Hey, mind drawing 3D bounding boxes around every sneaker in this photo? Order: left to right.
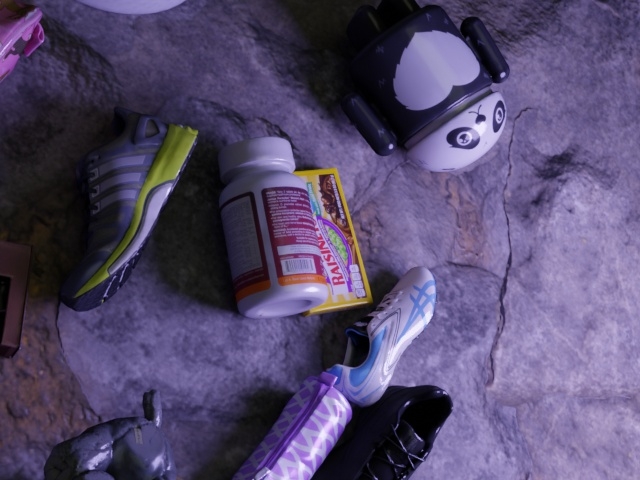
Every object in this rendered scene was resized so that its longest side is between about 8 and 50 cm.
[{"bbox_3d":[-0.261,-0.043,1.377,0.121,0.111,0.300,26,54,-6],"label":"sneaker"},{"bbox_3d":[0.068,0.283,1.403,0.109,0.130,0.286,44,57,-10],"label":"sneaker"},{"bbox_3d":[0.088,0.117,1.505,0.086,0.085,0.237,45,55,-17],"label":"sneaker"}]

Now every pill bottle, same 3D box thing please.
[{"bbox_3d":[-0.068,-0.017,1.450,0.121,0.121,0.221,-2,72,-30],"label":"pill bottle"}]

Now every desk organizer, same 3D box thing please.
[{"bbox_3d":[-0.373,0.067,1.293,0.050,0.047,0.130,11,66,-23],"label":"desk organizer"}]

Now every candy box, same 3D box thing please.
[{"bbox_3d":[0.000,0.000,1.539,0.105,0.027,0.205,-8,75,-27],"label":"candy box"}]

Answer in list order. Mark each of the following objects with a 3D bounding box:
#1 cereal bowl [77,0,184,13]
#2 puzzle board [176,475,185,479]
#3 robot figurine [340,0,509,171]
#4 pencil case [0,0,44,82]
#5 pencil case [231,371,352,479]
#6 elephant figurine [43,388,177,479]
[{"bbox_3d":[-0.269,-0.492,1.517,0.339,0.141,0.338,11,67,-26],"label":"cereal bowl"},{"bbox_3d":[-0.200,0.319,1.311,0.128,0.011,0.096,31,60,-14],"label":"puzzle board"},{"bbox_3d":[0.153,-0.235,1.626,0.278,0.209,0.173,56,26,2],"label":"robot figurine"},{"bbox_3d":[-0.521,-0.317,1.298,0.386,0.160,0.167,37,81,-11],"label":"pencil case"},{"bbox_3d":[-0.041,0.263,1.373,0.206,0.086,0.088,-52,144,-36],"label":"pencil case"},{"bbox_3d":[-0.261,0.310,1.203,0.186,0.239,0.169,-6,54,-46],"label":"elephant figurine"}]
